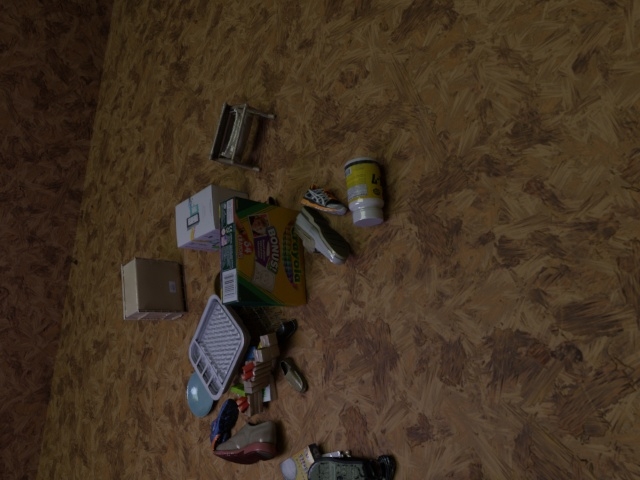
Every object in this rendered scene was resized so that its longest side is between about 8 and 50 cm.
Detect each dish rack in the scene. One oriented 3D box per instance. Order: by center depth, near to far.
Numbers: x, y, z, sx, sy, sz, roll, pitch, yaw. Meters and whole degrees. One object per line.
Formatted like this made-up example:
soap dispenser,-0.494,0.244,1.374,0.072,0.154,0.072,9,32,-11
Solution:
dish rack,-0.235,0.290,1.828,0.208,0.074,0.271,-47,67,24
dish rack,-0.380,0.403,1.830,0.285,0.072,0.333,44,118,39

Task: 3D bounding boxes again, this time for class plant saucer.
plant saucer,-0.506,0.657,2.062,0.195,0.037,0.195,-8,77,40

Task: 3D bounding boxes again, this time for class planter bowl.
planter bowl,-0.312,0.181,1.914,0.217,0.090,0.217,5,110,13

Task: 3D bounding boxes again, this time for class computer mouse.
computer mouse,0.095,0.741,1.475,0.272,0.072,0.189,0,78,20

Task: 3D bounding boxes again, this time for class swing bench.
swing bench,-0.359,-0.447,2.045,0.254,0.165,0.253,18,95,42

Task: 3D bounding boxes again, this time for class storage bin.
storage bin,-0.768,0.227,2.223,0.123,0.260,0.262,-28,65,36

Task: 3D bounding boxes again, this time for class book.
book,-0.230,0.573,1.837,0.144,0.035,0.096,-26,64,39

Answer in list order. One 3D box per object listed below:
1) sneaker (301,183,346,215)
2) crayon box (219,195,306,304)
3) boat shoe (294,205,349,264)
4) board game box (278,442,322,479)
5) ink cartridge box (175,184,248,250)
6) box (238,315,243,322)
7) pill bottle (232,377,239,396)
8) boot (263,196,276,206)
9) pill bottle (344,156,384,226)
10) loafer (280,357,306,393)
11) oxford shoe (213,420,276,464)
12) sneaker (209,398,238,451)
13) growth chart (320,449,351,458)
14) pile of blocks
sneaker,0.014,-0.146,1.715,0.215,0.084,0.083,24,93,43
crayon box,-0.203,0.051,1.714,0.106,0.313,0.363,-17,72,42
boat shoe,0.000,0.000,1.688,0.103,0.113,0.302,-57,41,20
board game box,-0.031,0.823,1.576,0.165,0.042,0.243,-43,58,28
ink cartridge box,-0.461,-0.087,2.049,0.270,0.198,0.197,-21,69,38
box,-0.401,0.367,1.983,0.156,0.093,0.158,-20,69,39
pill bottle,-0.316,0.589,1.899,0.043,0.043,0.083,-48,55,25
boot,-0.214,-0.067,1.904,0.152,0.073,0.197,-48,52,30
pill bottle,0.146,-0.158,1.572,0.119,0.119,0.209,-17,72,39
loafer,-0.104,0.489,1.724,0.148,0.050,0.056,48,114,36
oxford shoe,-0.277,0.765,1.812,0.348,0.123,0.130,-26,39,37
sneaker,-0.402,0.737,1.929,0.087,0.083,0.221,26,96,49
growth chart,0.032,0.779,1.571,0.237,0.021,0.172,-24,67,36
pile of blocks,-0.263,0.487,1.746,0.149,0.112,0.362,31,114,35
